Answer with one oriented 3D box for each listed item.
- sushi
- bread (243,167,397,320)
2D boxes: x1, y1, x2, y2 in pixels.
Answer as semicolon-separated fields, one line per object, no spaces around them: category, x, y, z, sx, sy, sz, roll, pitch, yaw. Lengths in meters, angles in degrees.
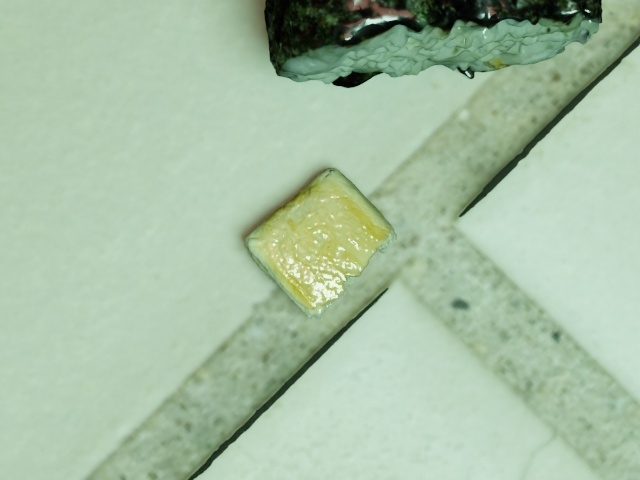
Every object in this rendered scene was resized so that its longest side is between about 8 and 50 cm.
sushi;0.063;-0.160;1.028;0.213;0.147;0.115;-9;80;-19
bread;0.000;0.000;1.058;0.070;0.035;0.083;44;80;1
